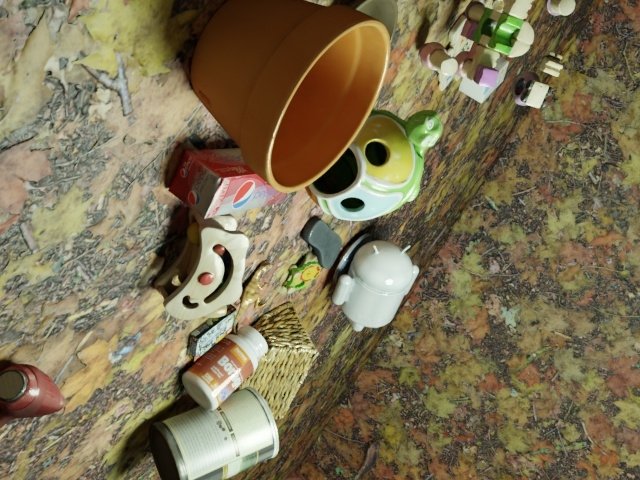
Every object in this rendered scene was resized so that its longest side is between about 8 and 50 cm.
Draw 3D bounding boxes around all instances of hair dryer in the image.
[{"bbox_3d":[-0.530,0.281,1.115,0.223,0.080,0.293,-45,162,27],"label":"hair dryer"}]

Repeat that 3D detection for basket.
[{"bbox_3d":[-0.180,0.348,2.033,0.213,0.223,0.299,7,123,-32],"label":"basket"}]

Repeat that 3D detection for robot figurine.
[{"bbox_3d":[0.181,0.142,2.271,0.299,0.200,0.354,-10,138,-29],"label":"robot figurine"}]

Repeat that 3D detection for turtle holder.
[{"bbox_3d":[0.106,-0.158,1.483,0.227,0.320,0.244,-16,111,-61],"label":"turtle holder"}]

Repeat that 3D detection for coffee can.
[{"bbox_3d":[-0.275,0.518,1.797,0.275,0.201,0.202,-16,143,-30],"label":"coffee can"}]

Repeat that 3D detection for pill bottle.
[{"bbox_3d":[-0.240,0.320,1.785,0.216,0.121,0.121,-42,159,-33],"label":"pill bottle"}]

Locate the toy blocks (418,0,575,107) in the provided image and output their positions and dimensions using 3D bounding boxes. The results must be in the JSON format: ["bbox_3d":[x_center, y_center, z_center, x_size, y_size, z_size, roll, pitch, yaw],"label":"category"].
[{"bbox_3d":[0.414,-0.518,1.695,0.260,0.308,0.289,-114,-140,-61],"label":"toy blocks"}]

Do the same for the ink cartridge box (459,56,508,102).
[{"bbox_3d":[0.519,-0.523,2.190,0.143,0.090,0.092,-46,160,-22],"label":"ink cartridge box"}]

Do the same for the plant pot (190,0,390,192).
[{"bbox_3d":[-0.058,-0.249,1.067,0.291,0.203,0.291,-47,162,-21],"label":"plant pot"}]

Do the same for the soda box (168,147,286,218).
[{"bbox_3d":[-0.150,-0.112,1.265,0.083,0.092,0.263,-60,161,21],"label":"soda box"}]

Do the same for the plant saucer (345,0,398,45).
[{"bbox_3d":[0.058,-0.372,1.398,0.278,0.041,0.278,-47,161,-22],"label":"plant saucer"}]

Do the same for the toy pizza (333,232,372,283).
[{"bbox_3d":[0.100,0.056,2.297,0.201,0.032,0.201,-47,160,-23],"label":"toy pizza"}]

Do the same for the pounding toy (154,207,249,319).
[{"bbox_3d":[-0.246,0.047,1.358,0.154,0.155,0.270,-7,127,-28],"label":"pounding toy"}]

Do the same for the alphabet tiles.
[{"bbox_3d":[0.412,-0.564,1.963,0.278,0.021,0.284,-53,162,-3],"label":"alphabet tiles"}]

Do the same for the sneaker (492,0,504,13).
[{"bbox_3d":[0.495,-0.654,1.931,0.083,0.031,0.037,67,47,-75],"label":"sneaker"}]

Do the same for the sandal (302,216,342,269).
[{"bbox_3d":[0.000,-0.001,1.931,0.097,0.054,0.254,-57,154,-15],"label":"sandal"}]

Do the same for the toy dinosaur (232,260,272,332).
[{"bbox_3d":[-0.182,0.147,1.716,0.112,0.064,0.212,77,32,-59],"label":"toy dinosaur"}]

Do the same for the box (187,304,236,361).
[{"bbox_3d":[-0.264,0.224,1.699,0.137,0.027,0.094,-39,157,-40],"label":"box"}]

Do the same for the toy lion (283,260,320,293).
[{"bbox_3d":[-0.047,0.100,1.950,0.096,0.034,0.100,-7,137,-33],"label":"toy lion"}]
